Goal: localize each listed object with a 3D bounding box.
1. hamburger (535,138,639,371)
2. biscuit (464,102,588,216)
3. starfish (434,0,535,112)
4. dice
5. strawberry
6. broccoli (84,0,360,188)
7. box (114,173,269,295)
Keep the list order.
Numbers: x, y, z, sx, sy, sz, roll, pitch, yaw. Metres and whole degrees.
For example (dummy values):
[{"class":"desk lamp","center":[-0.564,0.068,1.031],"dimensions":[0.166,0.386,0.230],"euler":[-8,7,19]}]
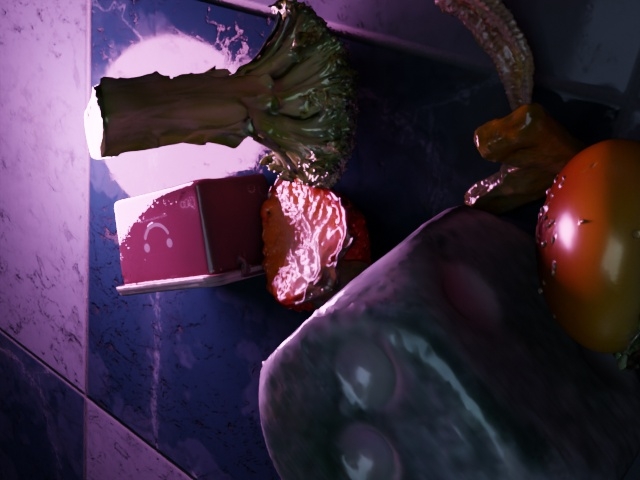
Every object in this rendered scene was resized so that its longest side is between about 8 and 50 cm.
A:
[{"class":"hamburger","center":[0.307,0.011,0.696],"dimensions":[0.169,0.246,0.246],"euler":[6,110,12]},{"class":"biscuit","center":[0.224,-0.086,0.795],"dimensions":[0.174,0.183,0.039],"euler":[-16,59,39]},{"class":"starfish","center":[0.111,-0.286,0.749],"dimensions":[0.398,0.384,0.132],"euler":[37,88,-4]},{"class":"dice","center":[0.147,0.180,0.828],"dimensions":[0.348,0.330,0.328],"euler":[54,129,13]},{"class":"strawberry","center":[0.000,0.000,1.033],"dimensions":[0.190,0.111,0.237],"euler":[-45,47,24]},{"class":"broccoli","center":[-0.111,-0.152,0.901],"dimensions":[0.221,0.361,0.252],"euler":[11,130,64]},{"class":"box","center":[-0.208,-0.009,1.147],"dimensions":[0.293,0.193,0.168],"euler":[-8,91,40]}]
